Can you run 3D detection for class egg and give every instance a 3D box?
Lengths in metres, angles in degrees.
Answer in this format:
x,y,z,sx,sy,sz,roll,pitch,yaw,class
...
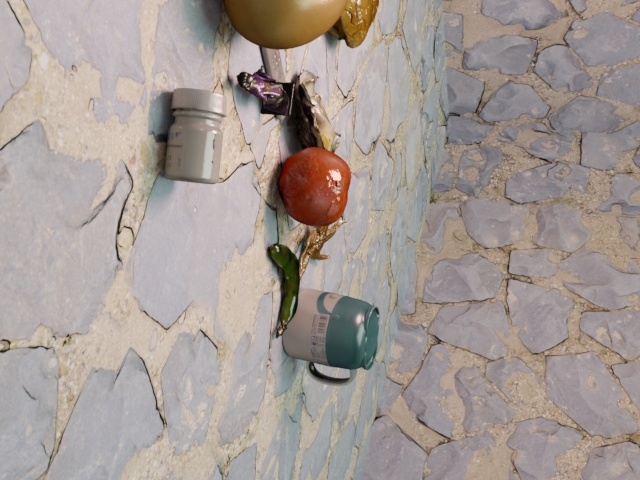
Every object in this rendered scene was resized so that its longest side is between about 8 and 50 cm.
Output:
x,y,z,sx,sy,sz,roll,pitch,yaw,class
-0.070,-0.526,1.377,0.250,0.250,0.322,78,33,-45,egg

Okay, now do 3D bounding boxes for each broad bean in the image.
x,y,z,sx,sy,sz,roll,pitch,yaw,class
-0.096,0.122,1.863,0.144,0.050,0.291,-46,140,-59,broad bean

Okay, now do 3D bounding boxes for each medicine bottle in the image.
x,y,z,sx,sy,sz,roll,pitch,yaw,class
-0.233,-0.192,1.251,0.105,0.105,0.168,-2,99,-71,medicine bottle

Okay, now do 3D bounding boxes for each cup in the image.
x,y,z,sx,sy,sz,roll,pitch,yaw,class
0.035,0.298,2.010,0.219,0.258,0.289,-28,124,-61,cup

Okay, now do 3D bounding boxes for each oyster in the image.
x,y,z,sx,sy,sz,roll,pitch,yaw,class
-0.020,-0.329,1.838,0.275,0.101,0.270,-24,113,-71,oyster

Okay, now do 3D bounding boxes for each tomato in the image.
x,y,z,sx,sy,sz,roll,pitch,yaw,class
-0.019,-0.143,1.774,0.208,0.185,0.208,14,90,-79,tomato

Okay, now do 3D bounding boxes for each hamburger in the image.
x,y,z,sx,sy,sz,roll,pitch,yaw,class
0.084,-0.695,1.954,0.308,0.133,0.211,74,27,-53,hamburger

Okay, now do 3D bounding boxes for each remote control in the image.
x,y,z,sx,sy,sz,roll,pitch,yaw,class
-0.109,-0.419,1.646,0.260,0.029,0.067,79,26,-44,remote control

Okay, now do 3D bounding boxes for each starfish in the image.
x,y,z,sx,sy,sz,roll,pitch,yaw,class
0.000,0.000,2.031,0.277,0.062,0.235,-46,158,-33,starfish

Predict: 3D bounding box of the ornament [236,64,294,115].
x,y,z,sx,sy,sz,roll,pitch,yaw,class
-0.131,-0.354,1.524,0.203,0.088,0.081,21,76,-69,ornament
